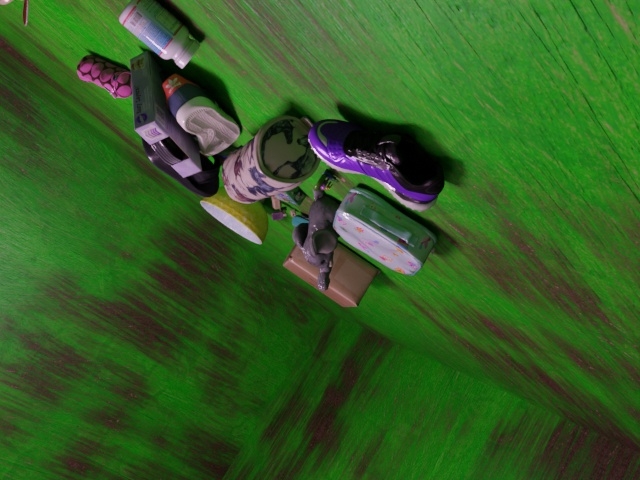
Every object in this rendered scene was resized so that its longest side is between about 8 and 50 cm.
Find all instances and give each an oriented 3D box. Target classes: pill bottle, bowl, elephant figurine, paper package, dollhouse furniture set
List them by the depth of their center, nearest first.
[{"bbox_3d":[-0.340,-0.447,1.248,0.160,0.087,0.087,39,167,-22],"label":"pill bottle"},{"bbox_3d":[0.000,0.000,1.767,0.185,0.240,0.169,32,168,8],"label":"elephant figurine"},{"bbox_3d":[-0.141,-0.147,2.121,0.114,0.090,0.081,87,171,-49],"label":"dollhouse furniture set"},{"bbox_3d":[-0.303,-0.128,2.262,0.289,0.156,0.289,32,168,7],"label":"bowl"},{"bbox_3d":[0.031,0.108,2.302,0.324,0.168,0.309,33,170,-4],"label":"paper package"}]

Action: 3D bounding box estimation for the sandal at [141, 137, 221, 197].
[{"bbox_3d":[-0.391,-0.243,1.810,0.445,0.106,0.168,26,-135,-75],"label":"sandal"}]

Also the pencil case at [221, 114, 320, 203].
[{"bbox_3d":[-0.133,-0.200,1.483,0.159,0.184,0.410,32,167,-17],"label":"pencil case"}]

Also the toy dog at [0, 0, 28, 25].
[{"bbox_3d":[-0.857,-0.670,1.537,0.220,0.161,0.333,41,166,-33],"label":"toy dog"}]

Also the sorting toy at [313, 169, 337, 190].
[{"bbox_3d":[0.015,-0.153,1.557,0.042,0.061,0.102,33,-169,-2],"label":"sorting toy"}]

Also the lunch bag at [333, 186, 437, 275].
[{"bbox_3d":[0.173,-0.022,1.550,0.279,0.108,0.224,31,165,6],"label":"lunch bag"}]

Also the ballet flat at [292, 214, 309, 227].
[{"bbox_3d":[-0.015,-0.045,2.102,0.188,0.070,0.070,30,168,26],"label":"ballet flat"}]

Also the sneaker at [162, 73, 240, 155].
[{"bbox_3d":[-0.325,-0.346,1.587,0.148,0.131,0.350,53,177,10],"label":"sneaker"}]

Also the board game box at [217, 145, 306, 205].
[{"bbox_3d":[-0.215,-0.223,1.922,0.317,0.046,0.213,22,164,45],"label":"board game box"}]

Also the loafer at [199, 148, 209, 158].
[{"bbox_3d":[-0.472,-0.336,2.137,0.147,0.056,0.050,17,162,22],"label":"loafer"}]

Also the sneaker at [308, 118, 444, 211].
[{"bbox_3d":[0.116,-0.175,1.137,0.293,0.102,0.146,28,164,4],"label":"sneaker"}]

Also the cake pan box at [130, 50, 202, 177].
[{"bbox_3d":[-0.417,-0.334,1.588,0.246,0.070,0.267,49,-156,-60],"label":"cake pan box"}]

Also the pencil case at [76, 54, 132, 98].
[{"bbox_3d":[-0.680,-0.517,1.843,0.209,0.098,0.095,27,167,30],"label":"pencil case"}]
